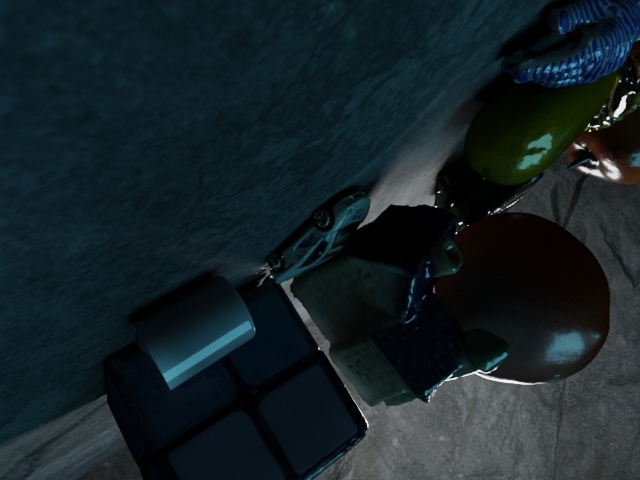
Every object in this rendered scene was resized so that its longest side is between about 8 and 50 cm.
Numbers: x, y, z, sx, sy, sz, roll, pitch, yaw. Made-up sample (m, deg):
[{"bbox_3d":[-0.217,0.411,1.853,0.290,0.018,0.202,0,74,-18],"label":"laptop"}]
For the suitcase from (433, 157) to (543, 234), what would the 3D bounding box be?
[{"bbox_3d":[0.362,-0.117,1.116,0.202,0.128,0.312,-33,167,5],"label":"suitcase"}]

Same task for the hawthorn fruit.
[{"bbox_3d":[0.706,-0.261,1.181,0.301,0.268,0.268,-32,170,12],"label":"hawthorn fruit"}]

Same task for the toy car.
[{"bbox_3d":[0.000,0.000,0.760,0.205,0.056,0.095,-40,167,34],"label":"toy car"}]

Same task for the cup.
[{"bbox_3d":[-0.176,0.110,0.668,0.133,0.136,0.099,-31,134,-22],"label":"cup"}]

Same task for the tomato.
[{"bbox_3d":[0.365,0.117,0.981,0.273,0.341,0.341,-2,150,-38],"label":"tomato"}]

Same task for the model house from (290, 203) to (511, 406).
[{"bbox_3d":[0.153,0.101,0.845,0.243,0.298,0.284,-41,-176,-40],"label":"model house"}]

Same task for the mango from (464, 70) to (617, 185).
[{"bbox_3d":[0.322,-0.186,0.730,0.262,0.130,0.167,-37,165,-19],"label":"mango"}]

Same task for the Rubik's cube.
[{"bbox_3d":[-0.165,0.301,0.880,0.313,0.318,0.316,-26,165,-32],"label":"Rubik's cube"}]

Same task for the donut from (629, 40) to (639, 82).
[{"bbox_3d":[0.572,-0.373,0.711,0.295,0.112,0.151,-39,165,16],"label":"donut"}]

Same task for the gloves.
[{"bbox_3d":[0.316,-0.243,0.595,0.229,0.097,0.119,-28,138,-9],"label":"gloves"}]

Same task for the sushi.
[{"bbox_3d":[0.554,-0.297,0.949,0.139,0.131,0.291,-46,168,3],"label":"sushi"}]
